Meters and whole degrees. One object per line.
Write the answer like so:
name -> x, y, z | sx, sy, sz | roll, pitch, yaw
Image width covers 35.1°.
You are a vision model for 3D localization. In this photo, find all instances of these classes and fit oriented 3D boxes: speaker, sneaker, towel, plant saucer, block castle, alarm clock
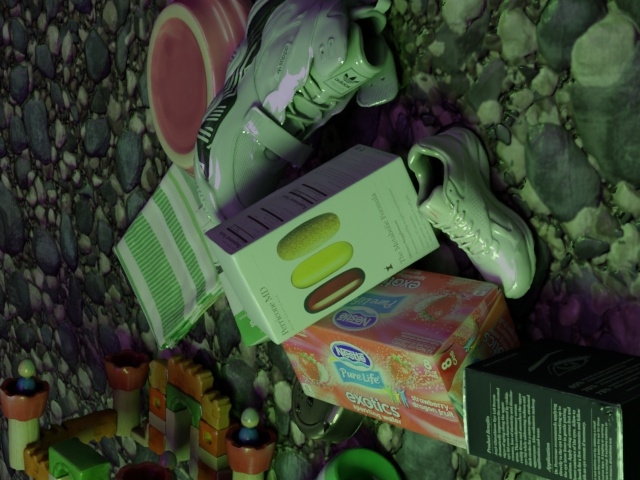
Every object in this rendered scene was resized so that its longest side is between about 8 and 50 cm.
speaker -> 0.012, 0.438, 1.510 | 0.131, 0.131, 0.296 | 51, 133, 27
sneaker -> -0.030, -0.177, 1.331 | 0.210, 0.137, 0.365 | 9, 77, 44
towel -> -0.254, 0.022, 1.780 | 0.325, 0.038, 0.248 | -47, 64, 44
plant saucer -> -0.184, -0.239, 1.560 | 0.332, 0.084, 0.332 | 22, 116, 56
block castle -> -0.312, 0.330, 1.718 | 0.453, 0.303, 0.212 | 21, 114, 43
sneaker -> 0.170, -0.027, 1.225 | 0.090, 0.115, 0.232 | -45, 65, 44
alarm clock -> 0.005, 0.215, 1.491 | 0.129, 0.064, 0.192 | -52, 36, 26

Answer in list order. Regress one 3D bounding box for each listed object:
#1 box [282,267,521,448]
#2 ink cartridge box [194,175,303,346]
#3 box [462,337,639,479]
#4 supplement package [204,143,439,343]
box -> 0.095, 0.132, 1.293 | 0.300, 0.142, 0.154 | 10, 132, 47
ink cartridge box -> -0.065, 0.026, 1.471 | 0.092, 0.160, 0.219 | -34, 74, 46
box -> 0.284, 0.190, 1.122 | 0.207, 0.153, 0.108 | 8, 105, 49
supplement package -> 0.000, 0.000, 1.283 | 0.139, 0.244, 0.134 | 64, 167, -21
